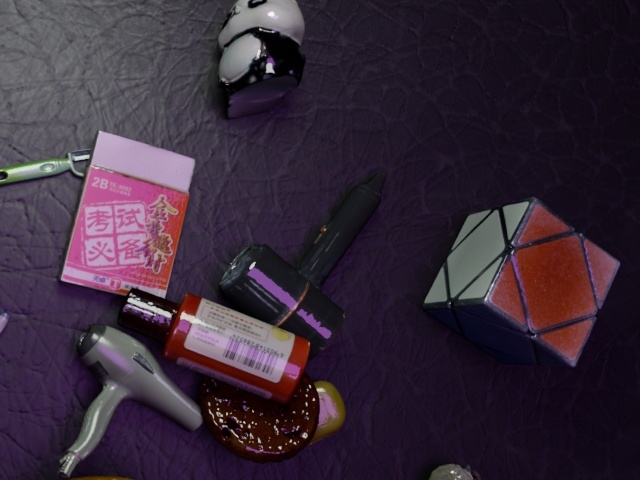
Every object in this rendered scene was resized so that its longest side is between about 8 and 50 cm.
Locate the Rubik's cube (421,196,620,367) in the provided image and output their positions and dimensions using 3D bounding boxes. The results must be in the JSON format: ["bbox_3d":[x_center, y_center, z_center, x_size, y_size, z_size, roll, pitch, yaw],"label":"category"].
[{"bbox_3d":[0.332,0.076,1.591,0.205,0.205,0.207,33,72,-17],"label":"Rubik's cube"}]

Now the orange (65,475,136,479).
[{"bbox_3d":[-0.343,0.451,1.256,0.335,0.196,0.262,-54,144,-14],"label":"orange"}]

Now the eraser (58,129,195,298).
[{"bbox_3d":[-0.287,-0.033,1.427,0.157,0.038,0.230,15,83,-22],"label":"eraser"}]

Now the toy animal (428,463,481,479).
[{"bbox_3d":[0.221,0.435,1.573,0.098,0.098,0.137,7,99,-22],"label":"toy animal"}]

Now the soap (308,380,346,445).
[{"bbox_3d":[-0.027,0.279,1.504,0.140,0.045,0.089,-21,92,-21],"label":"soap"}]

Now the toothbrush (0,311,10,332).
[{"bbox_3d":[-0.516,0.213,1.319,0.021,0.027,0.269,43,70,-31],"label":"toothbrush"}]

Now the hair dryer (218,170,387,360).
[{"bbox_3d":[0.000,0.000,1.531,0.189,0.107,0.352,40,63,-12],"label":"hair dryer"}]

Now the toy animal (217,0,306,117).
[{"bbox_3d":[-0.099,-0.300,1.487,0.138,0.166,0.179,18,64,-49],"label":"toy animal"}]

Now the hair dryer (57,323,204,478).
[{"bbox_3d":[-0.263,0.250,1.374,0.219,0.088,0.225,24,55,-34],"label":"hair dryer"}]

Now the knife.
[{"bbox_3d":[-0.404,-0.098,1.405,0.212,0.015,0.054,-12,95,-25],"label":"knife"}]

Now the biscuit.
[{"bbox_3d":[-0.091,0.246,1.447,0.192,0.049,0.192,10,57,-15],"label":"biscuit"}]

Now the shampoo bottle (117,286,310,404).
[{"bbox_3d":[-0.160,0.145,1.394,0.278,0.104,0.104,22,76,-6],"label":"shampoo bottle"}]
